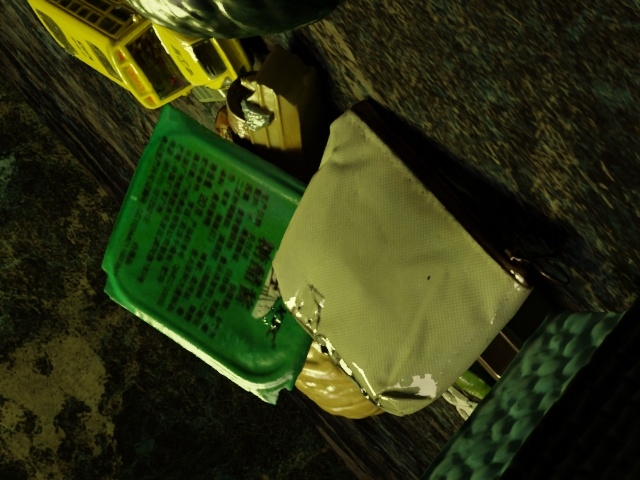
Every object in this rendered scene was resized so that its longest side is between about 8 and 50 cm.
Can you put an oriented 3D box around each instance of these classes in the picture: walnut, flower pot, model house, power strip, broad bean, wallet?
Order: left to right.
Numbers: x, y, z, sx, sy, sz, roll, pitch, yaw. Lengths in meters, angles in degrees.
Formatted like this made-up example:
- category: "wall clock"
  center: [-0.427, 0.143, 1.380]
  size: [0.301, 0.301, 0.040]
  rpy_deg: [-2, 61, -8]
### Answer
- category: "power strip"
  center: [-0.162, -0.228, 2.020]
  size: [0.076, 0.028, 0.169]
  rpy_deg: [50, 167, -15]
- category: "walnut"
  center: [0.050, 0.156, 2.159]
  size: [0.228, 0.228, 0.228]
  rpy_deg: [43, 168, 12]
- category: "wallet"
  center: [0.083, 0.028, 1.568]
  size: [0.068, 0.274, 0.335]
  rpy_deg: [7, -147, -52]
- category: "flower pot"
  center: [0.201, 0.073, 1.670]
  size: [0.251, 0.084, 0.179]
  rpy_deg: [48, 168, -7]
- category: "broad bean"
  center: [0.282, 0.259, 2.094]
  size: [0.256, 0.053, 0.052]
  rpy_deg: [46, 130, -5]
- category: "model house"
  center: [0.314, 0.230, 1.267]
  size: [0.297, 0.360, 0.339]
  rpy_deg: [48, 157, -10]

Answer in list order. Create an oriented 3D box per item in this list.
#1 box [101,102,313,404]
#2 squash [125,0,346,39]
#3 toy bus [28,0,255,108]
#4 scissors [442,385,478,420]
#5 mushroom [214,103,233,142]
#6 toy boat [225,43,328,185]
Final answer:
- category: "box"
  center: [-0.099, 0.013, 1.789]
  size: [0.337, 0.264, 0.106]
  rpy_deg: [31, -163, 28]
- category: "squash"
  center: [-0.049, -0.257, 1.020]
  size: [0.252, 0.252, 0.165]
  rpy_deg: [36, 171, 39]
- category: "toy bus"
  center: [-0.230, -0.272, 1.810]
  size: [0.330, 0.152, 0.144]
  rpy_deg: [33, 162, 44]
- category: "scissors"
  center: [0.248, 0.268, 2.319]
  size: [0.100, 0.015, 0.189]
  rpy_deg: [50, 166, -9]
- category: "mushroom"
  center: [-0.093, -0.133, 1.962]
  size: [0.127, 0.087, 0.127]
  rpy_deg: [45, 165, 15]
- category: "toy boat"
  center: [-0.057, -0.142, 1.758]
  size: [0.115, 0.089, 0.310]
  rpy_deg: [24, 164, 13]
